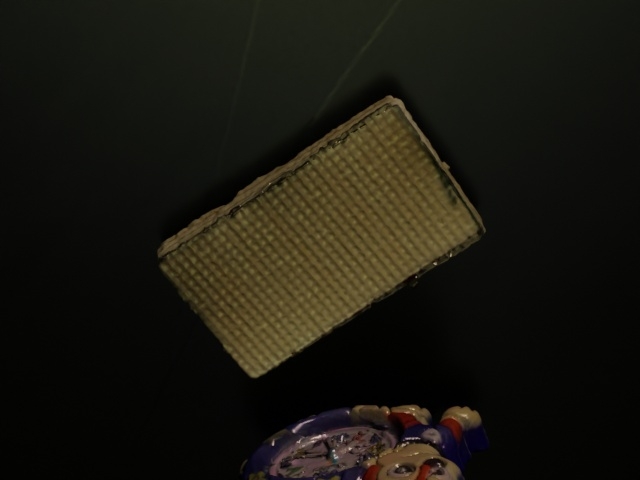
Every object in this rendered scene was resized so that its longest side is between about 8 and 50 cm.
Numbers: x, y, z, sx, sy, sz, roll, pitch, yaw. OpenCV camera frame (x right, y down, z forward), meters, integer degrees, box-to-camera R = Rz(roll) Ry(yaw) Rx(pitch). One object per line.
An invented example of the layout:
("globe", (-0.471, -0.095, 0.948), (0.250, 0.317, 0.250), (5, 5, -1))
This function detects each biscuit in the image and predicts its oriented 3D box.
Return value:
("biscuit", (0.000, 0.000, 0.942), (0.199, 0.040, 0.121), (-32, 111, 14))

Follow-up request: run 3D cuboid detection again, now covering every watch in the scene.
("watch", (0.039, 0.229, 0.978), (0.171, 0.196, 0.200), (-7, 110, 14))
